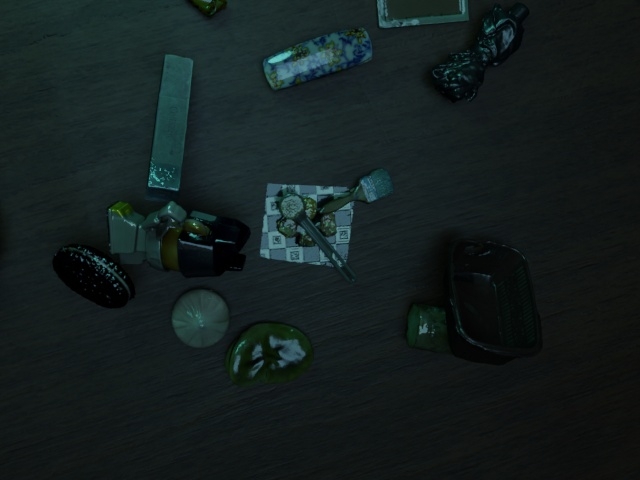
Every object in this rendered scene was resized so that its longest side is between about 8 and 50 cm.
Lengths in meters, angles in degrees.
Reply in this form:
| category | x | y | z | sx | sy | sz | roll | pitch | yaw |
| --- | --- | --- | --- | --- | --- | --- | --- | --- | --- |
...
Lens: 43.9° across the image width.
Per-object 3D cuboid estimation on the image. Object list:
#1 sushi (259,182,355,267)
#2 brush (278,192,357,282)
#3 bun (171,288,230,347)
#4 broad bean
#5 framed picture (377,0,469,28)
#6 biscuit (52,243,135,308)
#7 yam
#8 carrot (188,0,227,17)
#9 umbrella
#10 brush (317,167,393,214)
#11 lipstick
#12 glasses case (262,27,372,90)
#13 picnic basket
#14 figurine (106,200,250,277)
| category | x | y | z | sx | sy | sz | roll | pitch | yaw |
| --- | --- | --- | --- | --- | --- | --- | --- | --- | --- |
| sushi | -0.027 | -0.034 | 1.828 | 0.210 | 0.040 | 0.193 | 5 | 99 | -10 |
| brush | 0.000 | 0.000 | 1.806 | 0.062 | 0.027 | 0.266 | -38 | 107 | 8 |
| bun | -0.271 | 0.184 | 1.802 | 0.138 | 0.094 | 0.138 | -2 | 103 | -8 |
| broad bean | -0.122 | 0.269 | 1.859 | 0.206 | 0.072 | 0.153 | -15 | 104 | -18 |
| framed picture | 0.223 | -0.622 | 1.779 | 0.216 | 0.016 | 0.274 | -6 | 101 | -9 |
| biscuit | -0.489 | 0.078 | 1.711 | 0.194 | 0.194 | 0.053 | 37 | 57 | -13 |
| yam | 0.308 | 0.218 | 1.892 | 0.194 | 0.107 | 0.107 | 10 | 98 | -11 |
| carrot | -0.296 | -0.565 | 1.684 | 0.228 | 0.069 | 0.069 | 43 | 91 | -14 |
| umbrella | 0.370 | -0.426 | 1.796 | 0.122 | 0.110 | 0.272 | 43 | 87 | -13 |
| brush | 0.078 | -0.101 | 1.825 | 0.196 | 0.021 | 0.070 | -25 | 104 | -15 |
| lipstick | -0.313 | -0.235 | 1.653 | 0.066 | 0.068 | 0.318 | 8 | 66 | -14 |
| glasses case | -0.006 | -0.403 | 1.755 | 0.247 | 0.065 | 0.087 | -18 | 103 | -5 |
| picnic basket | 0.371 | 0.153 | 1.812 | 0.222 | 0.297 | 0.129 | 11 | 142 | -14 |
| figurine | -0.297 | 0.004 | 1.683 | 0.308 | 0.308 | 0.143 | 11 | 85 | -11 |
